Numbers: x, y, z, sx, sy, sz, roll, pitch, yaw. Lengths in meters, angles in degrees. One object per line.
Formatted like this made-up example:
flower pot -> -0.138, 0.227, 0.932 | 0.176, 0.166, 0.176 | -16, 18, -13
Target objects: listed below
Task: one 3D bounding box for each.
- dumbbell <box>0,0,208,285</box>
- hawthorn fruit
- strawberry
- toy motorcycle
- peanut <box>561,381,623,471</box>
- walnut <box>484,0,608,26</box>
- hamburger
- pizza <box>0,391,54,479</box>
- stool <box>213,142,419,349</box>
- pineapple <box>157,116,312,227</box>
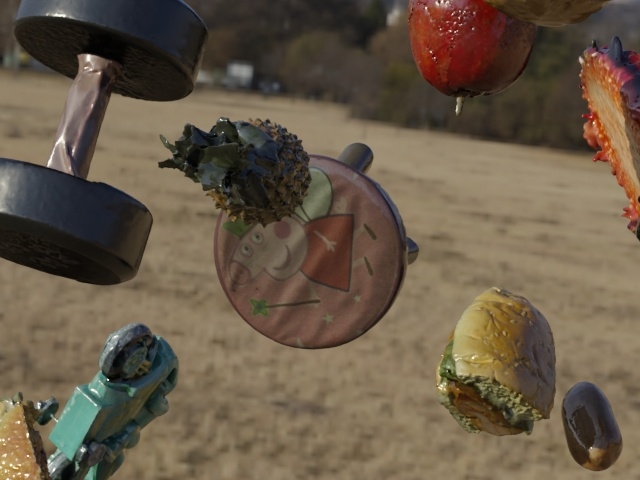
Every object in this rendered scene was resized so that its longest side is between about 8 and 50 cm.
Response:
dumbbell -> -0.187, -0.089, 1.180 | 0.153, 0.218, 0.152 | 15, -14, 4
hawthorn fruit -> 0.164, -0.219, 1.637 | 0.148, 0.172, 0.148 | 3, -9, 0
strawberry -> 0.426, -0.157, 1.926 | 0.138, 0.233, 0.306 | -10, 46, -2
toy motorcycle -> -0.280, 0.222, 2.044 | 0.109, 0.296, 0.198 | 39, 21, 23
peanut -> 0.377, 0.258, 2.109 | 0.076, 0.076, 0.152 | 5, 40, -11
walnut -> 0.222, -0.303, 1.438 | 0.195, 0.195, 0.222 | 10, -7, 36
hamburger -> 0.244, 0.141, 2.013 | 0.135, 0.207, 0.155 | -4, -43, 35
pizza -> -0.379, 0.284, 1.752 | 0.290, 0.228, 0.081 | 2, -27, 28
stool -> 0.000, 0.000, 2.107 | 0.272, 0.272, 0.178 | 7, 15, 13
pineapple -> -0.086, -0.072, 1.486 | 0.125, 0.125, 0.251 | 7, 1, 12
